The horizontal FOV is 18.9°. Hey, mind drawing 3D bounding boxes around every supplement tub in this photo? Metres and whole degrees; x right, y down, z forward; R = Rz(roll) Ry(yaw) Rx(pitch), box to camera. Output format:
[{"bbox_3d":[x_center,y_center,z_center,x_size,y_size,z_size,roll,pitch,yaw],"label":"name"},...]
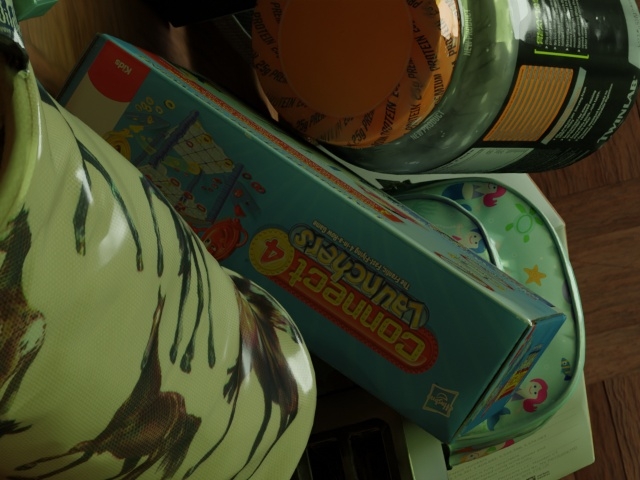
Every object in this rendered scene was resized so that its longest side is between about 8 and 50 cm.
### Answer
[{"bbox_3d":[0.097,-0.144,1.428,0.316,0.193,0.193,-2,78,-58],"label":"supplement tub"}]

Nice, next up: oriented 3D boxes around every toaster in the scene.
[{"bbox_3d":[0.000,0.187,1.279,0.110,0.168,0.186,34,43,-69],"label":"toaster"}]

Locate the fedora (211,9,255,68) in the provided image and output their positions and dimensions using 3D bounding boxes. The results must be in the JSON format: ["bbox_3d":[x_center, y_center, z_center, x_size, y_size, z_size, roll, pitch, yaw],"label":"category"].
[{"bbox_3d":[0.008,-0.226,1.707,0.244,0.124,0.275,52,24,14],"label":"fedora"}]

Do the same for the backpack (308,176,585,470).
[{"bbox_3d":[0.074,0.065,1.478,0.191,0.253,0.225,100,-21,-75],"label":"backpack"}]

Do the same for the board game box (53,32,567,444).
[{"bbox_3d":[0.000,0.000,1.239,0.308,0.086,0.302,34,5,10],"label":"board game box"}]

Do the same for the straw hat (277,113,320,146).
[{"bbox_3d":[-0.009,-0.074,1.834,0.061,0.144,0.144,-37,120,-35],"label":"straw hat"}]

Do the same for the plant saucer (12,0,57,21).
[{"bbox_3d":[-0.198,-0.230,1.176,0.067,0.018,0.192,-53,129,-76],"label":"plant saucer"}]

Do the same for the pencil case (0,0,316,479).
[{"bbox_3d":[-0.126,0.021,0.839,0.410,0.160,0.183,53,40,-65],"label":"pencil case"}]

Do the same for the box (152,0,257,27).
[{"bbox_3d":[-0.083,-0.369,1.391,0.395,0.212,0.293,47,30,-73],"label":"box"}]

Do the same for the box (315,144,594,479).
[{"bbox_3d":[0.124,0.068,1.813,0.345,0.168,0.215,75,-12,-46],"label":"box"}]
